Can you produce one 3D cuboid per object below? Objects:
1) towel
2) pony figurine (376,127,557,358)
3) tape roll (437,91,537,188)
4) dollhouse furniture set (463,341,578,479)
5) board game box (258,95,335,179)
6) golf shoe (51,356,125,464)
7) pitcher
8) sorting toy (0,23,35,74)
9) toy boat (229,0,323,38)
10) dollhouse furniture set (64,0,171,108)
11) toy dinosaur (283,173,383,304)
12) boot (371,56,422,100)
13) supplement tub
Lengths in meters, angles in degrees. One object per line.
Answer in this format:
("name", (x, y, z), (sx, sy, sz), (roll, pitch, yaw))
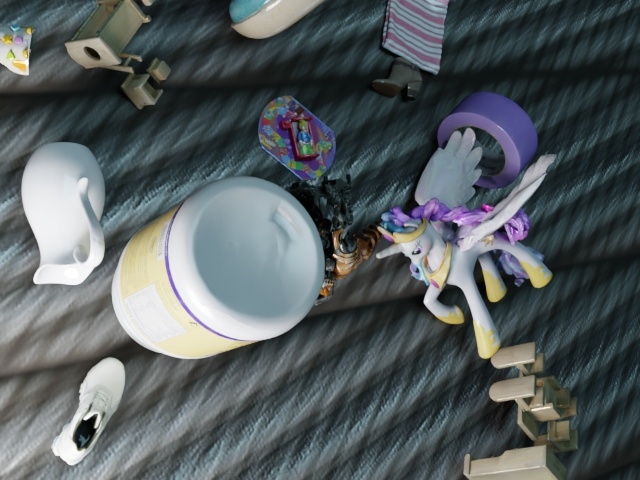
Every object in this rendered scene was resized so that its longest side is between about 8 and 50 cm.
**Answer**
("towel", (0.204, -0.462, 1.994), (0.144, 0.029, 0.196), (21, 65, -25))
("pony figurine", (0.293, -0.008, 1.798), (0.351, 0.303, 0.363), (-50, 121, -13))
("tape roll", (0.339, -0.203, 1.915), (0.189, 0.189, 0.080), (50, 58, -10))
("dollhouse furniture set", (0.381, 0.358, 1.818), (0.212, 0.161, 0.242), (48, 39, -35))
("board game box", (-0.036, -0.198, 1.777), (0.169, 0.033, 0.133), (38, 60, -17))
("golf shoe", (-0.340, 0.257, 1.438), (0.069, 0.086, 0.176), (31, 61, -19))
("pitcher", (-0.380, -0.047, 1.439), (0.126, 0.178, 0.207), (5, 75, -41))
("sorting toy", (-0.507, -0.319, 1.524), (0.075, 0.045, 0.083), (6, 73, -10))
("toy boat", (-0.064, -0.509, 1.752), (0.148, 0.268, 0.318), (48, 27, -21))
("dollhouse furniture set", (-0.322, -0.348, 1.630), (0.161, 0.101, 0.181), (52, 53, -39))
("toy dinosaur", (0.000, 0.000, 1.707), (0.322, 0.164, 0.218), (-27, 106, -57))
("boot", (0.157, -0.338, 1.933), (0.119, 0.042, 0.086), (16, 63, -28))
("supplement tub", (-0.171, 0.054, 1.447), (0.241, 0.331, 0.240), (9, 73, -29))
